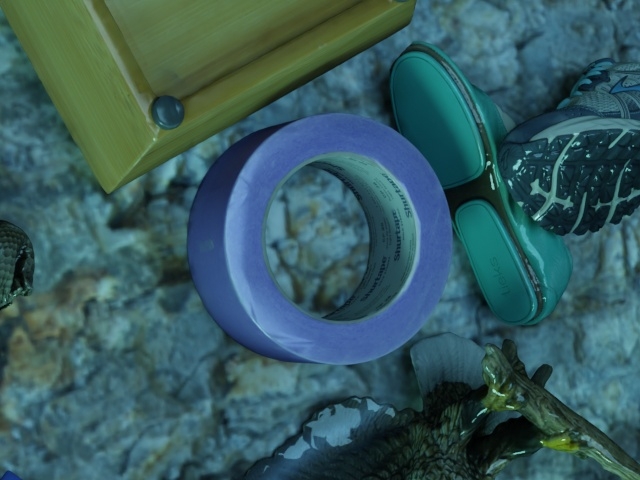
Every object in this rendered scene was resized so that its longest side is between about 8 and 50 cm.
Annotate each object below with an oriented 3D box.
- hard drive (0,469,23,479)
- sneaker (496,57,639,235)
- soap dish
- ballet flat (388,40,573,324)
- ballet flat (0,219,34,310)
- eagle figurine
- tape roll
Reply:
[{"bbox_3d":[-0.227,0.341,1.090,0.210,0.040,0.318,34,71,12],"label":"hard drive"},{"bbox_3d":[0.232,-0.087,1.330,0.283,0.110,0.122,-8,47,-40],"label":"sneaker"},{"bbox_3d":[-0.083,-0.201,1.194,0.291,0.118,0.229,-32,101,-24],"label":"soap dish"},{"bbox_3d":[0.132,-0.052,1.318,0.087,0.083,0.247,-35,103,-47],"label":"ballet flat"},{"bbox_3d":[-0.271,0.094,1.117,0.058,0.084,0.250,38,67,-17],"label":"ballet flat"},{"bbox_3d":[0.070,0.214,1.234,0.298,0.225,0.226,-48,64,11],"label":"eagle figurine"},{"bbox_3d":[0.000,0.000,1.244,0.189,0.080,0.189,1,87,-26],"label":"tape roll"}]
